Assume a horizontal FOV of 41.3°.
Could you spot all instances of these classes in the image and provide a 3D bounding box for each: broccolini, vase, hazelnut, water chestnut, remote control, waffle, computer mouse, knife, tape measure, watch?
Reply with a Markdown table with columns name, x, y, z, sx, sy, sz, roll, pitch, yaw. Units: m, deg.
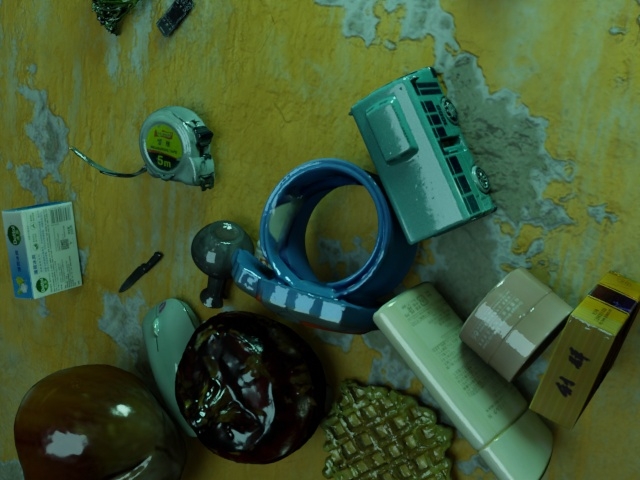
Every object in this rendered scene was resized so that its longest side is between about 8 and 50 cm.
| name | x | y | z | sx | sy | sz | roll | pitch | yaw |
| --- | --- | --- | --- | --- | --- | --- | --- | --- | --- |
| broccolini | -0.364 | -0.518 | 1.630 | 0.271 | 0.062 | 0.123 | -35 | 96 | 39 |
| vase | -0.192 | 0.052 | 1.622 | 0.120 | 0.120 | 0.183 | 34 | 132 | 23 |
| hazelnut | -0.450 | 0.421 | 1.746 | 0.372 | 0.315 | 0.372 | 12 | 128 | 15 |
| water chestnut | -0.146 | 0.268 | 1.532 | 0.300 | 0.300 | 0.300 | 8 | 105 | 32 |
| remote control | -0.275 | -0.430 | 1.620 | 0.096 | 0.014 | 0.039 | -41 | 78 | 32 |
| waffle | 0.114 | 0.386 | 1.525 | 0.291 | 0.051 | 0.291 | 7 | 104 | 31 |
| computer mouse | -0.286 | 0.265 | 1.734 | 0.159 | 0.097 | 0.288 | -33 | 83 | 36 |
| knife | -0.386 | 0.069 | 1.807 | 0.170 | 0.010 | 0.023 | -39 | 79 | 35 |
| tape measure | -0.348 | -0.195 | 1.676 | 0.330 | 0.084 | 0.164 | 15 | 106 | 29 |
| watch | 0.000 | 0.000 | 1.431 | 0.305 | 0.241 | 0.274 | 18 | 93 | 27 |

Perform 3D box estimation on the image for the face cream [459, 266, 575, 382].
| name | x | y | z | sx | sy | sz | roll | pitch | yaw |
| --- | --- | --- | --- | --- | --- | --- | --- | --- | --- |
| face cream | 0.296 | 0.127 | 1.287 | 0.104 | 0.149 | 0.149 | 42 | 120 | 20 |

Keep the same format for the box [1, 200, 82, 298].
| name | x | y | z | sx | sy | sz | roll | pitch | yaw |
| --- | --- | --- | --- | --- | --- | --- | --- | --- | --- |
| box | -0.606 | 0.019 | 1.862 | 0.073 | 0.139 | 0.194 | 1 | 101 | 33 |

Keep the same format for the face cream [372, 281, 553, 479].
| name | x | y | z | sx | sy | sz | roll | pitch | yaw |
| --- | --- | --- | --- | --- | --- | --- | --- | --- | --- |
| face cream | 0.234 | 0.225 | 1.337 | 0.348 | 0.173 | 0.081 | 52 | 123 | 12 |

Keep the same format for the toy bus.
| name | x | y | z | sx | sy | sz | roll | pitch | yaw |
| --- | --- | --- | --- | --- | --- | --- | --- | --- | --- |
| toy bus | 0.156 | -0.133 | 1.324 | 0.128 | 0.147 | 0.256 | -25 | 87 | 33 |

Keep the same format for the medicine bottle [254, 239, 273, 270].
| name | x | y | z | sx | sy | sz | roll | pitch | yaw |
| --- | --- | --- | --- | --- | --- | --- | --- | --- | --- |
| medicine bottle | -0.096 | 0.046 | 1.583 | 0.057 | 0.057 | 0.089 | 20 | 111 | 29 |

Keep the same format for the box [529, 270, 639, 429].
| name | x | y | z | sx | sy | sz | roll | pitch | yaw |
| --- | --- | --- | --- | --- | --- | --- | --- | --- | --- |
| box | 0.378 | 0.147 | 1.185 | 0.070 | 0.237 | 0.152 | 25 | 114 | 21 |
